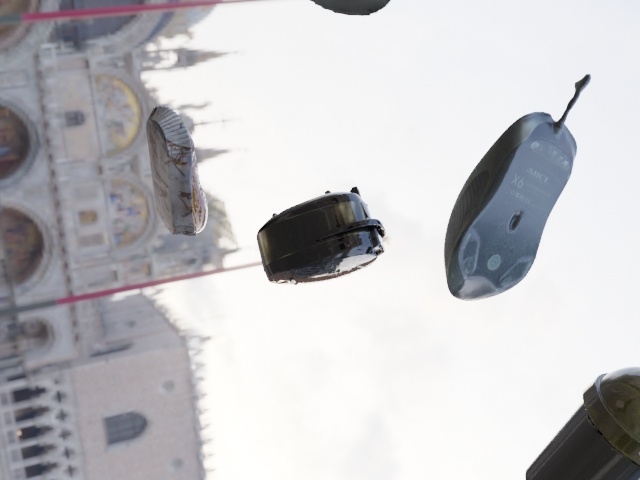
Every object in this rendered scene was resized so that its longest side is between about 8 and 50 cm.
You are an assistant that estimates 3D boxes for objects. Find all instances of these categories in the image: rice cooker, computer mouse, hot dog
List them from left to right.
[{"bbox_3d":[-0.194,-0.088,1.304,0.108,0.059,0.191,43,-32,37],"label":"hot dog"},{"bbox_3d":[0.000,0.000,1.246,0.112,0.165,0.106,49,16,-71],"label":"rice cooker"},{"bbox_3d":[0.287,-0.084,1.433,0.090,0.167,0.379,37,-81,50],"label":"computer mouse"}]

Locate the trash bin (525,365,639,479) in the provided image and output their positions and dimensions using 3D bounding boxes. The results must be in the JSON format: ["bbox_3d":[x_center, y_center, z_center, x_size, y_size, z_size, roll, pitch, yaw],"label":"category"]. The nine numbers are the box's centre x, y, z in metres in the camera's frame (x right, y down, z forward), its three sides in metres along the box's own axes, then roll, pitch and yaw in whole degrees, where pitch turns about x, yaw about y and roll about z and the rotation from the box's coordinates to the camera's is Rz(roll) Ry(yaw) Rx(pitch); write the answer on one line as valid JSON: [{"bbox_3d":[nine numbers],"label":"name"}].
[{"bbox_3d":[0.555,0.385,1.827,0.334,0.214,0.214,-57,-138,23],"label":"trash bin"}]

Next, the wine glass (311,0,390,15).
[{"bbox_3d":[0.046,-0.268,0.701,0.202,0.093,0.093,-67,-167,-21],"label":"wine glass"}]
